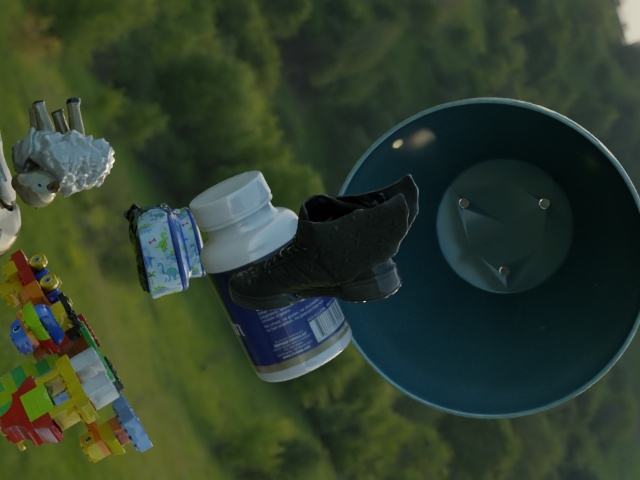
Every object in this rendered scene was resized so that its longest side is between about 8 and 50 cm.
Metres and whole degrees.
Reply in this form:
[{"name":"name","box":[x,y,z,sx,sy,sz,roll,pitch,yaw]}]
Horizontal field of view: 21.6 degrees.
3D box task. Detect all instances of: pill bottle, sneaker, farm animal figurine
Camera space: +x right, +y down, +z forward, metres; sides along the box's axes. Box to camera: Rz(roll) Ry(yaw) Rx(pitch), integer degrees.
[{"name":"pill bottle","box":[-0.047,0.029,1.458,0.094,0.094,0.169,-72,138,-71]},{"name":"sneaker","box":[-0.001,0.001,1.253,0.051,0.170,0.089,-57,136,-50]},{"name":"farm animal figurine","box":[-0.408,-0.025,1.653,0.327,0.330,0.172,0,74,-60]}]

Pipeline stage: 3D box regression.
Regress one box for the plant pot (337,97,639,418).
[{"name":"plant pot","box":[0.166,0.002,1.582,0.195,0.290,0.290,-41,113,-75]}]

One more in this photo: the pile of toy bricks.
[{"name":"pile of toy bricks","box":[-0.209,0.107,1.239,0.212,0.105,0.118,52,-9,52]}]

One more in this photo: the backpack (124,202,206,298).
[{"name":"backpack","box":[-0.178,0.010,1.956,0.114,0.084,0.105,-120,-162,-76]}]
